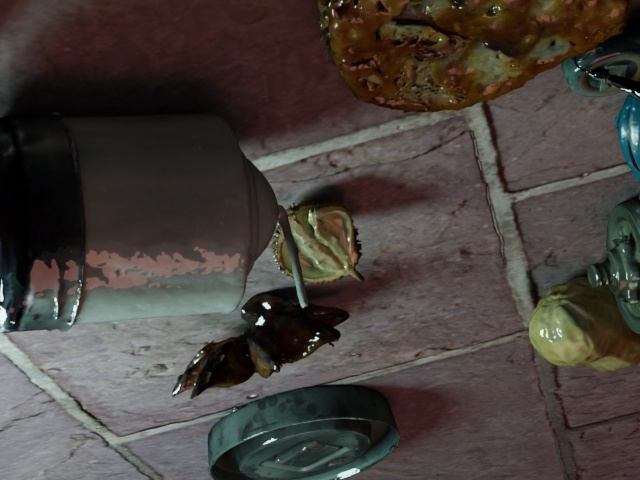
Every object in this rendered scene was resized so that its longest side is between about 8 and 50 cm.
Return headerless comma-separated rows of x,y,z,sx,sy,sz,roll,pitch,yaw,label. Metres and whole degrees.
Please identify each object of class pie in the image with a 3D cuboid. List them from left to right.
0.128,-0.220,1.476,0.308,0.086,0.308,-6,151,-3,pie

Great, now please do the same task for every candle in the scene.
-0.186,-0.024,1.589,0.342,0.221,0.221,-5,153,-22,candle

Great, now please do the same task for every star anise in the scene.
-0.088,0.127,2.054,0.271,0.103,0.272,-20,-177,1,star anise

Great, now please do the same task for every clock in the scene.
-0.029,0.317,2.485,0.312,0.061,0.313,-10,153,-5,clock

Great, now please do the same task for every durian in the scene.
0.002,-0.002,1.860,0.110,0.071,0.140,-39,121,19,durian

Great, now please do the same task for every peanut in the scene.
0.390,0.122,2.216,0.130,0.130,0.290,-28,155,29,peanut

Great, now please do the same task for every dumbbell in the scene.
0.541,0.014,2.008,0.406,0.179,0.179,-9,153,-7,dumbbell

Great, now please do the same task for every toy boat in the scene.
0.386,-0.105,1.797,0.092,0.134,0.299,12,162,32,toy boat

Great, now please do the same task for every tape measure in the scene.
0.323,-0.149,1.614,0.104,0.180,0.107,-25,154,-11,tape measure
